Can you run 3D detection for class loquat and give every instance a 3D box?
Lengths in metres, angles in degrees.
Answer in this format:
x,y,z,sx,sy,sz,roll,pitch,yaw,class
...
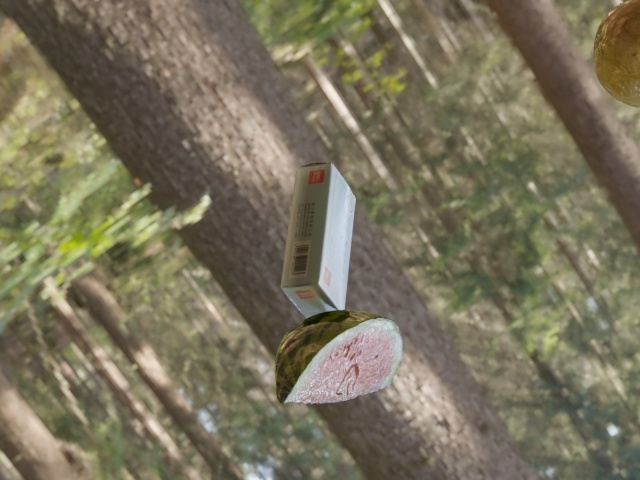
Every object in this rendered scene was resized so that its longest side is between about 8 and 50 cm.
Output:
x,y,z,sx,sy,sz,roll,pitch,yaw,class
0.583,-0.336,2.058,0.208,0.208,0.208,-32,-166,9,loquat

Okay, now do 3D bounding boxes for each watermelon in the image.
x,y,z,sx,sy,sz,roll,pitch,yaw,class
0.020,0.179,2.022,0.128,0.159,0.303,29,-161,34,watermelon

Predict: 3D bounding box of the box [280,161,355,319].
x,y,z,sx,sy,sz,roll,pitch,yaw,class
0.000,0.000,2.144,0.079,0.135,0.269,-6,-122,21,box
